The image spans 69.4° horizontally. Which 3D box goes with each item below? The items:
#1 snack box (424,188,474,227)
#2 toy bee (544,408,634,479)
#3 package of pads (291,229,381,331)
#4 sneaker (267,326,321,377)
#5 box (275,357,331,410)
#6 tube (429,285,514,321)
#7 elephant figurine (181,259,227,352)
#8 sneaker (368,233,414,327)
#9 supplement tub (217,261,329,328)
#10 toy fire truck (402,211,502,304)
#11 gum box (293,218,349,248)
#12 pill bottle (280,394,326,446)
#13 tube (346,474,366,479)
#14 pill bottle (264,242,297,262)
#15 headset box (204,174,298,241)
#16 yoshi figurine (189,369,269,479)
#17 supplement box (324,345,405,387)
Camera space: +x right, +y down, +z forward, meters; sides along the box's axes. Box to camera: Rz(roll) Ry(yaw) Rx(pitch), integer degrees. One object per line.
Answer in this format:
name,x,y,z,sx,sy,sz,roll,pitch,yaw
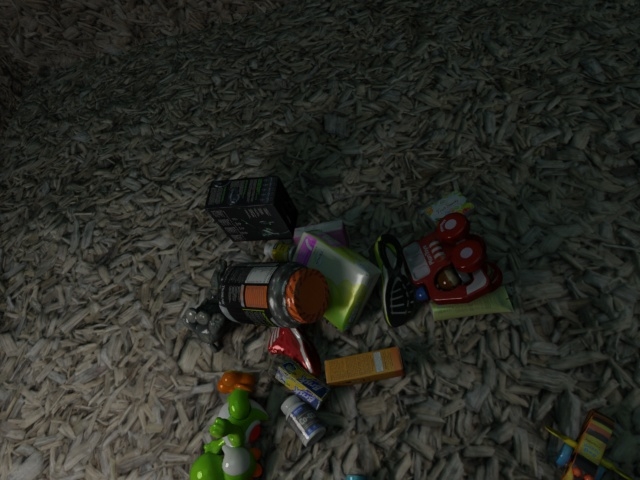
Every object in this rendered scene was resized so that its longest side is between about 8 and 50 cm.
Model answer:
snack box,0.452,-0.103,1.619,0.141,0.037,0.100,-33,55,-3
toy bee,0.640,0.541,1.105,0.195,0.162,0.298,7,63,19
package of pads,0.034,0.119,1.518,0.296,0.101,0.229,35,113,30
sneaker,-0.089,0.367,1.500,0.128,0.087,0.221,-37,53,13
box,-0.054,0.437,1.409,0.169,0.059,0.054,32,36,19
tube,0.462,0.202,1.427,0.240,0.062,0.070,-12,93,6
elephant figurine,-0.355,0.225,1.617,0.169,0.186,0.239,33,41,-4
sneaker,0.222,0.136,1.515,0.111,0.121,0.300,1,73,-20
supplement tub,-0.151,0.170,1.471,0.338,0.207,0.207,-3,57,40
toy fire truck,0.400,0.079,1.451,0.254,0.169,0.302,-33,41,20
gum box,0.000,0.000,1.648,0.188,0.107,0.062,-10,36,11
pill bottle,-0.054,0.533,1.374,0.078,0.078,0.137,-41,58,-9
tube,0.094,0.738,1.228,0.080,0.052,0.207,-6,64,20
pill bottle,-0.146,0.043,1.703,0.116,0.065,0.065,9,64,22
headset box,-0.238,-0.112,1.714,0.283,0.246,0.131,-3,60,17
yoshi figurine,-0.292,0.583,1.365,0.203,0.203,0.362,-17,58,26
supplement box,0.134,0.387,1.404,0.233,0.078,0.080,-15,57,8
